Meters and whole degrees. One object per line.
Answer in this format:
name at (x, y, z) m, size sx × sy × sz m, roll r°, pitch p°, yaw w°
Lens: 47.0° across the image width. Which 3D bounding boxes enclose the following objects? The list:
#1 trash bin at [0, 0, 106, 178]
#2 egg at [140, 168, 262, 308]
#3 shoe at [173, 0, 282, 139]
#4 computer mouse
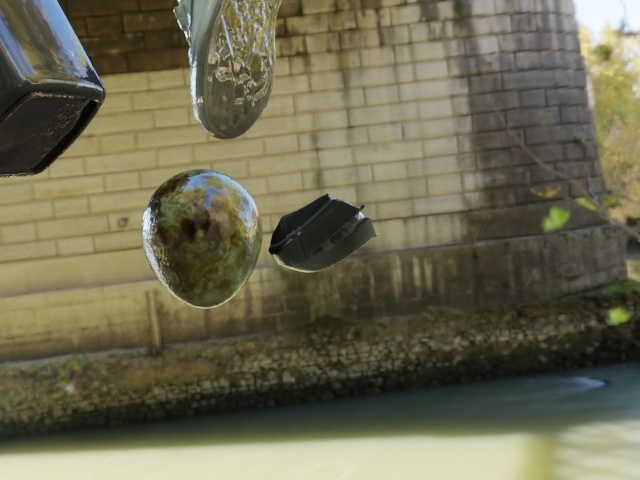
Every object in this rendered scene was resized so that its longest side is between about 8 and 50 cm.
trash bin at (-0.399, -0.231, 0.859) m, size 0.209 × 0.290 × 0.182 m, roll -40°, pitch -14°, yaw 25°
egg at (-0.233, -0.002, 1.447) m, size 0.238 × 0.289 × 0.238 m, roll -1°, pitch -32°, yaw -1°
shoe at (-0.142, -0.294, 1.014) m, size 0.159 × 0.316 × 0.124 m, roll 8°, pitch -12°, yaw 41°
computer mouse at (-0.002, 0.001, 1.323) m, size 0.231 × 0.126 × 0.071 m, roll -26°, pitch 35°, yaw 35°
